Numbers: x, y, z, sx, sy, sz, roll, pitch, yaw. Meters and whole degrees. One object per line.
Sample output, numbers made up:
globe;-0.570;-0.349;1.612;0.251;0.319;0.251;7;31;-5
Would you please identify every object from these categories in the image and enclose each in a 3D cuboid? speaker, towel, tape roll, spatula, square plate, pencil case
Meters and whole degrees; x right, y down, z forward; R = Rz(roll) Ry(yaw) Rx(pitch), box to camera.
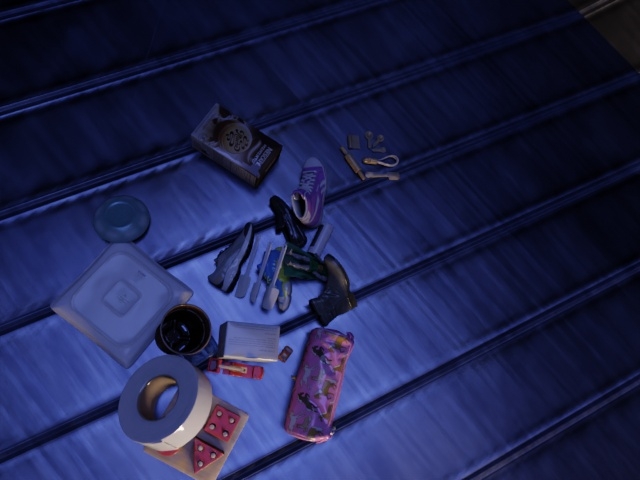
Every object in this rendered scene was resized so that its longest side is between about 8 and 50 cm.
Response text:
speaker;0.000;0.000;2.024;0.055;0.055;0.136;27;73;-2
towel;-0.414;0.385;1.864;0.120;0.029;0.067;-32;82;-16
tape roll;-0.492;0.513;1.707;0.287;0.100;0.286;-10;54;14
spatula;-0.203;0.110;1.910;0.168;0.019;0.241;18;89;30
square plate;-0.683;0.200;1.855;0.347;0.049;0.344;38;73;1
pencil case;0.001;0.488;1.844;0.167;0.160;0.385;19;72;-13

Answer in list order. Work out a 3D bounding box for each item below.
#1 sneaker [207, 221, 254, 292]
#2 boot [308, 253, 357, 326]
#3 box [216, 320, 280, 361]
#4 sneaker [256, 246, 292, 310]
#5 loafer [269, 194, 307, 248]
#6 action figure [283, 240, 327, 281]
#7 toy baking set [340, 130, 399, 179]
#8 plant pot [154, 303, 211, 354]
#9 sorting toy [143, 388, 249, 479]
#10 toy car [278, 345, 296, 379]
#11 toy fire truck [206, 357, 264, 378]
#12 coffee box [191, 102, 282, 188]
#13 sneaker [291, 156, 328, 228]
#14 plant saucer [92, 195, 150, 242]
sneaker;-0.315;0.048;1.935;0.108;0.100;0.271;23;72;5
boot;0.026;0.184;1.924;0.161;0.083;0.246;-29;112;-18
box;-0.246;0.345;1.814;0.181;0.182;0.118;9;74;-17
sneaker;-0.168;0.139;1.951;0.126;0.091;0.239;-1;68;2
loafer;-0.133;-0.066;2.006;0.078;0.076;0.223;-30;86;-24
action figure;-0.030;0.094;1.955;0.232;0.064;0.137;22;60;-35
toy baking set;0.205;-0.334;2.159;0.197;0.030;0.256;-28;82;-16
plant pot;-0.469;0.307;1.788;0.167;0.165;0.166;11;68;-28
sorting toy;-0.407;0.634;1.769;0.257;0.089;0.255;29;73;-2
toy car;-0.101;0.432;1.901;0.060;0.040;0.122;-34;83;-16
toy fire truck;-0.283;0.435;1.818;0.192;0.135;0.047;11;74;-7
coffee box;-0.314;-0.355;2.027;0.297;0.119;0.168;32;72;0
sneaker;-0.045;-0.199;2.002;0.102;0.161;0.281;-8;73;22
plant saucer;-0.710;-0.085;1.911;0.195;0.037;0.194;4;63;-8
